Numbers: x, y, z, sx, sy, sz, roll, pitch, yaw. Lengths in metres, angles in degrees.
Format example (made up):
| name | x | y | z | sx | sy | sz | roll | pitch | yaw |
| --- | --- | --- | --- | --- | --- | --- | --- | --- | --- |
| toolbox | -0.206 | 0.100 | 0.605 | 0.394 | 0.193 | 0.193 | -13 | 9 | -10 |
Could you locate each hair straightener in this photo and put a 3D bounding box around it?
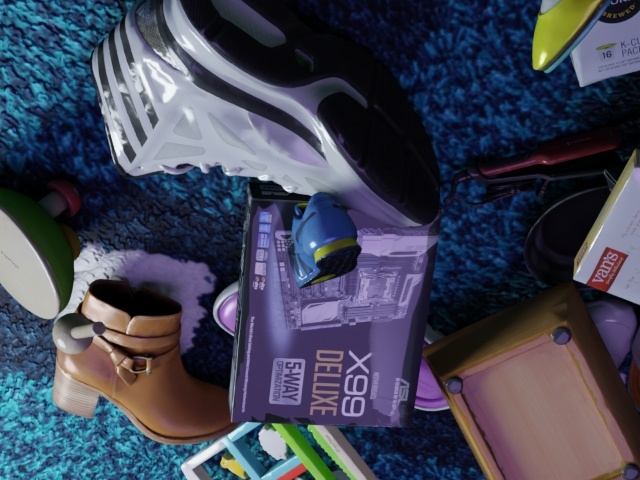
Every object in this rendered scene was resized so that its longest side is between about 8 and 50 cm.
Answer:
| name | x | y | z | sx | sy | sz | roll | pitch | yaw |
| --- | --- | --- | --- | --- | --- | --- | --- | --- | --- |
| hair straightener | 0.267 | -0.074 | 1.591 | 0.230 | 0.047 | 0.089 | -17 | 133 | 2 |

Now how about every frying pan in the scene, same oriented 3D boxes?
| name | x | y | z | sx | sy | sz | roll | pitch | yaw |
| --- | --- | --- | --- | --- | --- | --- | --- | --- | --- |
| frying pan | 0.421 | -0.027 | 1.649 | 0.326 | 0.053 | 0.197 | -18 | 136 | 8 |

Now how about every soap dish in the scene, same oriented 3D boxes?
| name | x | y | z | sx | sy | sz | roll | pitch | yaw |
| --- | --- | --- | --- | --- | --- | --- | --- | --- | --- |
| soap dish | 0.297 | 0.232 | 1.702 | 0.228 | 0.118 | 0.291 | -26 | 100 | 14 |

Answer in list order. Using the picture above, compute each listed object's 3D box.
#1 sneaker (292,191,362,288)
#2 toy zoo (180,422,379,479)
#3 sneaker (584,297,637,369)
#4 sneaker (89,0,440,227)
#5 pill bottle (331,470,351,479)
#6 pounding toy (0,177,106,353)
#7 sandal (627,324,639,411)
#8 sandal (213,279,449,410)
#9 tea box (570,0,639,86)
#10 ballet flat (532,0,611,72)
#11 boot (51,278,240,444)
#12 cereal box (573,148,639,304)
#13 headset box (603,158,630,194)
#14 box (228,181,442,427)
| name | x | y | z | sx | sy | sz | roll | pitch | yaw |
| --- | --- | --- | --- | --- | --- | --- | --- | --- | --- |
| sneaker | 0.000 | 0.000 | 1.469 | 0.069 | 0.082 | 0.209 | -20 | 168 | -11 |
| toy zoo | -0.080 | 0.364 | 1.921 | 0.293 | 0.030 | 0.192 | -36 | 95 | 25 |
| sneaker | 0.377 | 0.214 | 1.807 | 0.114 | 0.152 | 0.305 | 9 | 130 | -12 |
| sneaker | -0.073 | -0.130 | 1.468 | 0.257 | 0.169 | 0.447 | -24 | 134 | 37 |
| pill bottle | -0.019 | 0.461 | 2.020 | 0.121 | 0.121 | 0.216 | 27 | 125 | -28 |
| pounding toy | -0.325 | 0.014 | 1.568 | 0.237 | 0.110 | 0.183 | 53 | 150 | -2 |
| sandal | 0.484 | 0.113 | 1.724 | 0.076 | 0.102 | 0.265 | 18 | 106 | -39 |
| sandal | 0.051 | 0.152 | 1.749 | 0.416 | 0.102 | 0.169 | 21 | 128 | -23 |
| tea box | 0.363 | -0.368 | 1.208 | 0.328 | 0.220 | 0.324 | -14 | 132 | 9 |
| ballet flat | 0.250 | -0.251 | 1.121 | 0.077 | 0.077 | 0.231 | 40 | 121 | -8 |
| boot | -0.218 | 0.161 | 1.746 | 0.283 | 0.109 | 0.220 | 17 | 126 | -11 |
| cereal box | 0.429 | 0.013 | 1.434 | 0.240 | 0.047 | 0.173 | 20 | 127 | 0 |
| headset box | 0.508 | -0.009 | 1.558 | 0.246 | 0.131 | 0.283 | -24 | 118 | 1 |
| box | 0.014 | 0.086 | 1.626 | 0.242 | 0.076 | 0.308 | 4 | 109 | -9 |
